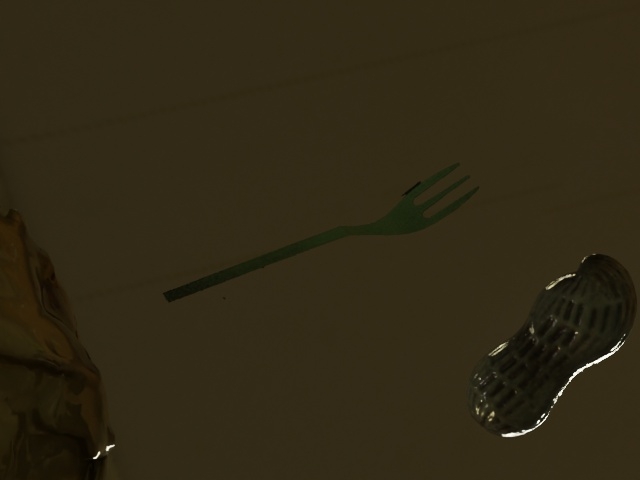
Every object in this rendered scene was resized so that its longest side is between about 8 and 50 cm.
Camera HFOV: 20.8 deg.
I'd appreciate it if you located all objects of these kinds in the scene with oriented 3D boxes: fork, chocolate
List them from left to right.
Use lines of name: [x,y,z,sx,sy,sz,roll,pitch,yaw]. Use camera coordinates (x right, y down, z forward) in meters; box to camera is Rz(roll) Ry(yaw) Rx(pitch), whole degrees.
fork: [0.000,0.001,1.201,0.235,0.021,0.039,-22,-135,-16]
chocolate: [0.176,0.082,1.326,0.072,0.167,0.072,38,-165,-13]

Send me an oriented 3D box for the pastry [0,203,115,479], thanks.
pastry: [-0.284,0.138,0.961,0.245,0.409,0.409,1,-121,-42]
